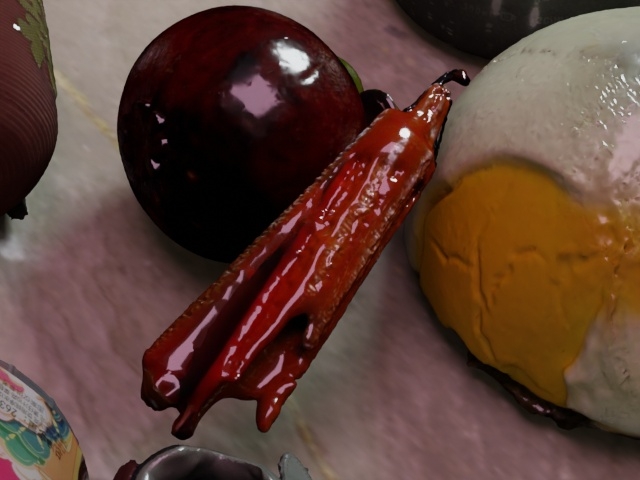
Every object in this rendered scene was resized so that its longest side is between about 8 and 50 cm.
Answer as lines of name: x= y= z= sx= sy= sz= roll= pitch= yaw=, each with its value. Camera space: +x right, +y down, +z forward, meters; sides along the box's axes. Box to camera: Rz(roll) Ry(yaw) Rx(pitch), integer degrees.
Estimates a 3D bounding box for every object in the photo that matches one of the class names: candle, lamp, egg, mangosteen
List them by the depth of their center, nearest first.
candle: x=0.000 y=0.000 z=1.106 sx=0.084 sy=0.059 sz=0.302 roll=46 pitch=66 yaw=-19
egg: x=0.216 y=-0.044 z=1.181 sx=0.337 sy=0.201 sz=0.337 roll=2 pitch=51 yaw=-3
mangosteen: x=-0.036 y=-0.070 z=1.221 sx=0.199 sy=0.200 sz=0.200 roll=1 pitch=50 yaw=-1
lamp: x=-0.261 y=-0.104 z=1.236 sx=0.180 sy=0.180 sz=0.258 roll=-8 pitch=52 yaw=-9

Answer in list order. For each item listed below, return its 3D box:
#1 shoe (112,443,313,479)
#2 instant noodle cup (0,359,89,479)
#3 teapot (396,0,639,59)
shoe: x=-0.023 y=0.172 z=1.037 sx=0.227 sy=0.126 sz=0.099 roll=21 pitch=50 yaw=16
instant noodle cup: x=-0.227 y=0.167 z=0.973 sx=0.302 sy=0.258 sz=0.182 roll=11 pitch=36 yaw=-2
teapot: x=0.191 y=-0.277 z=1.315 sx=0.305 sy=0.285 sz=0.223 roll=29 pitch=55 yaw=21
